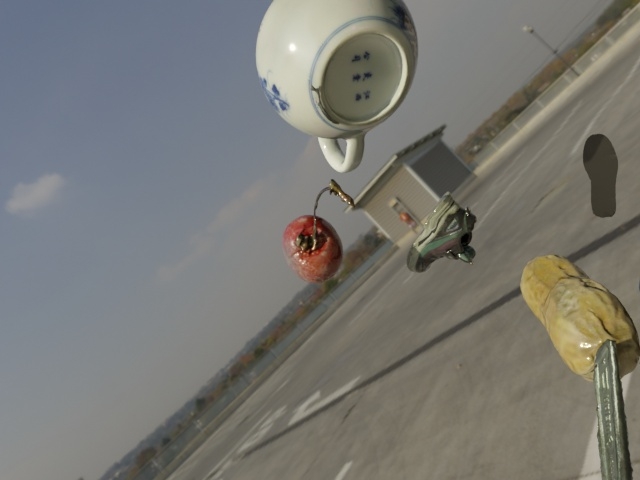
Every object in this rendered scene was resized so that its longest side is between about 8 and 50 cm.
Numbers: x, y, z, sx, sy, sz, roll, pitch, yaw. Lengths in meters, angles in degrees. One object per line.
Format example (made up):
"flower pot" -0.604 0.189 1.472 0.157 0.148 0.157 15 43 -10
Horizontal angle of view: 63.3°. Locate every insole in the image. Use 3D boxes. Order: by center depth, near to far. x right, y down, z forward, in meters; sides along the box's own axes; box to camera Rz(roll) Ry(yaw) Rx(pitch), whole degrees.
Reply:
"insole" 0.581 -0.131 1.072 0.064 0.188 0.004 3 30 40

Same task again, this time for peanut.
"peanut" 0.315 0.085 0.644 0.099 0.099 0.214 -44 15 18

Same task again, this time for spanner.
"spanner" 0.263 0.239 0.451 0.093 0.026 0.325 93 -172 -57

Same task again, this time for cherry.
"cherry" 0.000 0.000 0.756 0.090 0.107 0.225 -13 -15 -21

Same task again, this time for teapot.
"teapot" 0.015 -0.300 0.831 0.252 0.280 0.424 -19 -50 -13

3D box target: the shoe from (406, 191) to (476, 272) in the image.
"shoe" 0.207 0.006 0.839 0.071 0.099 0.169 -49 -17 -42
